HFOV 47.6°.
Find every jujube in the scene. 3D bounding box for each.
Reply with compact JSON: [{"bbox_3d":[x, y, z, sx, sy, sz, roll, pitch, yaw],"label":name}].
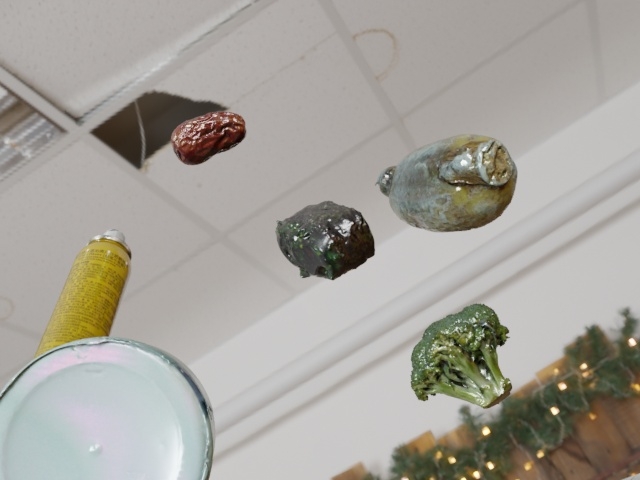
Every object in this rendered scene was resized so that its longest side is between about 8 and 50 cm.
[{"bbox_3d":[-0.186,-0.174,1.218,0.129,0.077,0.077,-21,-32,-9],"label":"jujube"}]

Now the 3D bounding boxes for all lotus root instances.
[{"bbox_3d":[0.227,-0.099,1.320,0.175,0.175,0.349,-11,3,-24],"label":"lotus root"}]

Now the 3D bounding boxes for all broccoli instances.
[{"bbox_3d":[0.406,0.335,2.021,0.321,0.283,0.304,-49,-30,20],"label":"broccoli"}]

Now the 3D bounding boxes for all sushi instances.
[{"bbox_3d":[0.000,0.000,1.404,0.127,0.225,0.124,-30,-68,-23],"label":"sushi"}]

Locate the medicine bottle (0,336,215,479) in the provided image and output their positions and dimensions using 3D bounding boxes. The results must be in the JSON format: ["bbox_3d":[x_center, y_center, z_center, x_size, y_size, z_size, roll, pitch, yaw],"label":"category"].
[{"bbox_3d":[-0.246,0.241,0.889,0.245,0.245,0.290,-22,-6,-8],"label":"medicine bottle"}]

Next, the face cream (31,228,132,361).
[{"bbox_3d":[-0.398,0.113,1.247,0.105,0.348,0.105,2,-46,2],"label":"face cream"}]

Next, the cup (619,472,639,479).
[{"bbox_3d":[0.567,0.540,1.242,0.257,0.219,0.289,-50,5,49],"label":"cup"}]
